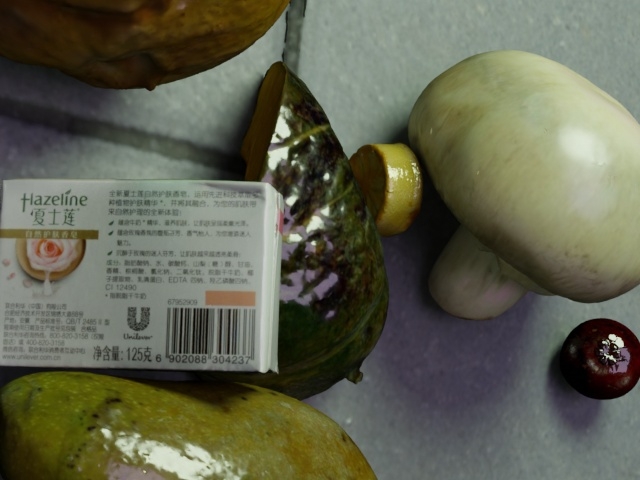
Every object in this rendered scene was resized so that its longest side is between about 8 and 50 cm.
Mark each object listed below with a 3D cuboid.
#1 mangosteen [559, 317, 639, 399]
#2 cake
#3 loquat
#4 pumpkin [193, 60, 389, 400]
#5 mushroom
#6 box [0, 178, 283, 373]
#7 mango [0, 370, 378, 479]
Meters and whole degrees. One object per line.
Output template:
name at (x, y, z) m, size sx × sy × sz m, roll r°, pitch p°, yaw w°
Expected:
mangosteen at (0.271, 0.116, 1.244) m, size 0.081 × 0.081 × 0.080 m, roll 4°, pitch 83°, yaw -34°
cake at (0.054, -0.044, 1.107) m, size 0.044 × 0.084 × 0.084 m, roll 4°, pitch 83°, yaw -32°
loquat at (-0.142, -0.248, 0.897) m, size 0.276 × 0.276 × 0.283 m, roll -8°, pitch 71°, yaw -34°
pumpkin at (0.002, -0.003, 1.025) m, size 0.163 × 0.111 × 0.278 m, roll 20°, pitch 74°, yaw -13°
mushroom at (0.174, -0.035, 1.125) m, size 0.254 × 0.234 × 0.260 m, roll 43°, pitch 19°, yaw 17°
box at (-0.128, 0.027, 0.918) m, size 0.199 × 0.081 × 0.135 m, roll 2°, pitch 83°, yaw 4°
mango at (-0.078, 0.180, 0.920) m, size 0.329 × 0.177 × 0.175 m, roll 35°, pitch 71°, yaw -47°
